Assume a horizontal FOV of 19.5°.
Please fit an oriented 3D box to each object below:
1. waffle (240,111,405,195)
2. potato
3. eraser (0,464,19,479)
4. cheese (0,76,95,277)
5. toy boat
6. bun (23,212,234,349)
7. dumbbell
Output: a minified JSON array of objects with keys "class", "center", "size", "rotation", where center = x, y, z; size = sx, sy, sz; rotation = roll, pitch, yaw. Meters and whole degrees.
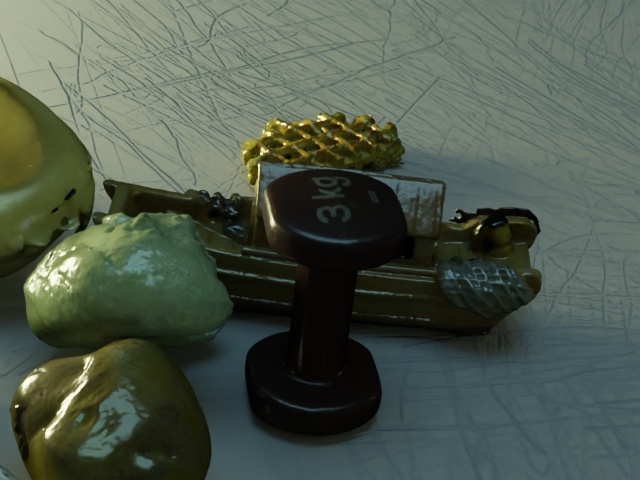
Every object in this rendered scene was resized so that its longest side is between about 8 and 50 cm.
[{"class":"waffle","center":[0.005,-0.097,2.104],"size":[0.192,0.046,0.160],"rotation":[0,31,-8]},{"class":"potato","center":[-0.175,0.168,1.589],"size":[0.154,0.137,0.200],"rotation":[-31,39,-2]},{"class":"eraser","center":[-0.418,0.234,1.374],"size":[0.331,0.150,0.331],"rotation":[11,44,-11]},{"class":"cheese","center":[-0.359,-0.058,1.870],"size":[0.316,0.128,0.259],"rotation":[28,62,38]},{"class":"toy boat","center":[0.000,0.000,1.845],"size":[0.445,0.162,0.136],"rotation":[5,36,0]},{"class":"bun","center":[-0.168,0.036,1.728],"size":[0.204,0.126,0.212],"rotation":[0,-6,-35]},{"class":"dumbbell","center":[0.002,0.056,1.697],"size":[0.124,0.225,0.140],"rotation":[1,31,-10]}]
